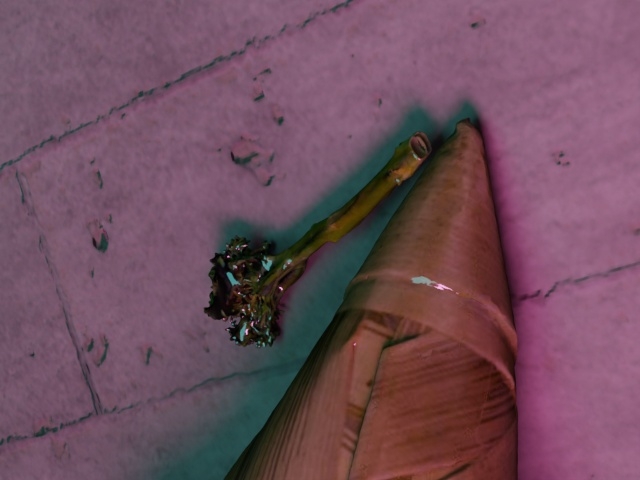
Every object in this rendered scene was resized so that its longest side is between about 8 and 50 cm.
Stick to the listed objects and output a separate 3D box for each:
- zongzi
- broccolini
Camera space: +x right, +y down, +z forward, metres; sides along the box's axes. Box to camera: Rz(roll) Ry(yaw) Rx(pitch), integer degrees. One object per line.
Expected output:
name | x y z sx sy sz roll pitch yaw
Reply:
zongzi | -0.019 0.191 1.242 0.500 0.218 0.467 -21 56 58
broccolini | 0.000 -0.006 1.200 0.254 0.071 0.057 -40 34 40
